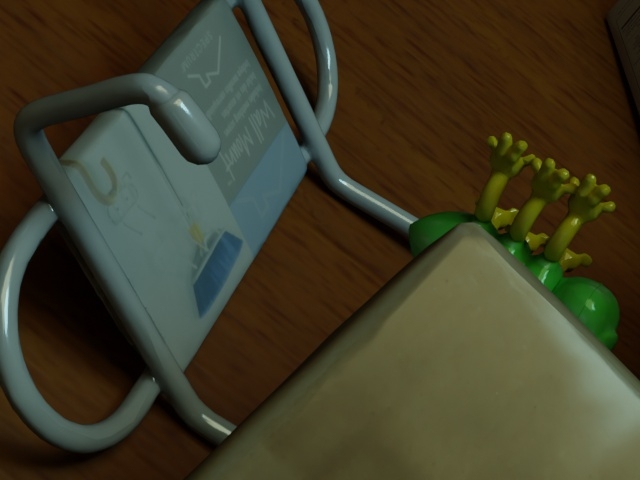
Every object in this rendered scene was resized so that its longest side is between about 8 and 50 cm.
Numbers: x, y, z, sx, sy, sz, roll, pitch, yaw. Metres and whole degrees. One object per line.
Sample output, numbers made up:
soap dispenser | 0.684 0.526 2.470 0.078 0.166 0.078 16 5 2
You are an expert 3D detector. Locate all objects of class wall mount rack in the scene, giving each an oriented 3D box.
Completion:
wall mount rack | 0.000 0.000 0.748 0.304 0.130 0.350 62 37 -27

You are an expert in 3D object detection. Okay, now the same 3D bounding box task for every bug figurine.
bug figurine | 0.129 0.070 0.612 0.216 0.279 0.072 34 75 16

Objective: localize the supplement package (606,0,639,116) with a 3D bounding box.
supplement package | 0.352 -0.099 1.011 0.199 0.198 0.262 14 46 -26

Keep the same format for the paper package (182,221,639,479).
paper package | 0.047 0.216 0.482 0.325 0.168 0.309 45 74 4
